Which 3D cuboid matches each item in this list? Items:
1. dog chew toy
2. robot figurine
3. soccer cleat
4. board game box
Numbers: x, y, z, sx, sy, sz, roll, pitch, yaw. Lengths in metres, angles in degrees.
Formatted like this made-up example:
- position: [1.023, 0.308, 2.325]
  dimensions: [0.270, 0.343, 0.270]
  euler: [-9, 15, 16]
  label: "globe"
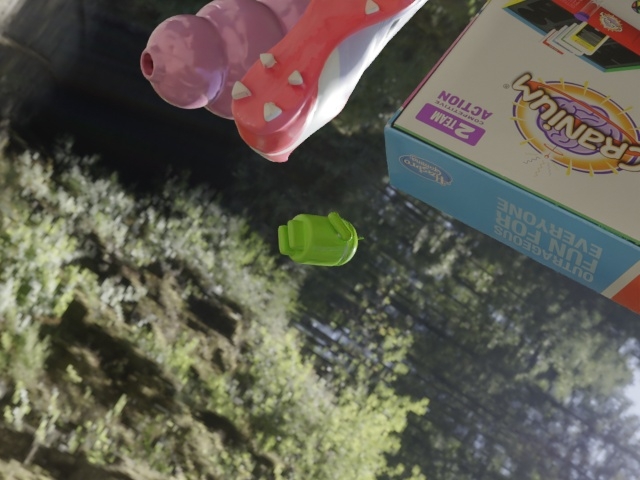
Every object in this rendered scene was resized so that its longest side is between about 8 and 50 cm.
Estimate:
- position: [-0.106, -0.267, 1.321]
  dimensions: [0.332, 0.206, 0.207]
  euler: [-13, 166, -38]
  label: "dog chew toy"
- position: [0.000, 0.000, 1.214]
  dimensions: [0.101, 0.115, 0.067]
  euler: [-30, -119, 52]
  label: "robot figurine"
- position: [0.020, -0.172, 0.784]
  dimensions: [0.248, 0.083, 0.095]
  euler: [-48, 160, -10]
  label: "soccer cleat"
- position: [0.225, -0.111, 0.551]
  dimensions: [0.316, 0.242, 0.064]
  euler: [-51, 157, -20]
  label: "board game box"
